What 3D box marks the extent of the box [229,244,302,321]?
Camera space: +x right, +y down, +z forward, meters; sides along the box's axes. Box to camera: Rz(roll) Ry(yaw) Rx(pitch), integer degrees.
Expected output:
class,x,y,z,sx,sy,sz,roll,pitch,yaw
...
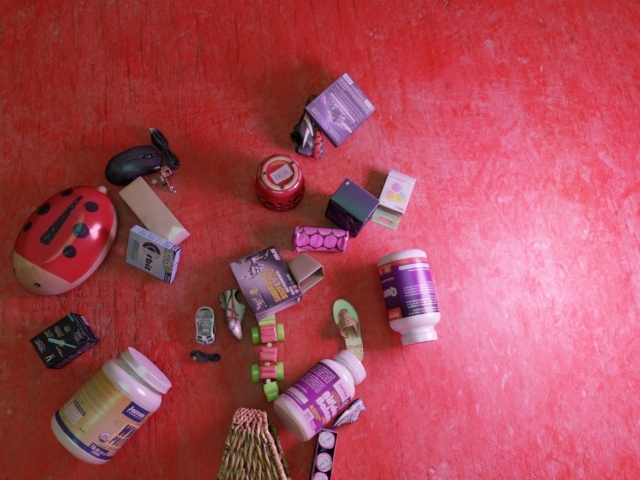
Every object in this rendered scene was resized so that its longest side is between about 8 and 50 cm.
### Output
class,x,y,z,sx,sy,sz,roll,pitch,yaw
box,-0.196,0.149,1.847,0.183,0.056,0.231,-22,62,-18

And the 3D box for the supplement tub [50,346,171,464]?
class,x,y,z,sx,sy,sz,roll,pitch,yaw
supplement tub,-0.663,0.524,1.662,0.228,0.228,0.316,41,76,8

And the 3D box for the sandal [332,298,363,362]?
class,x,y,z,sx,sy,sz,roll,pitch,yaw
sandal,0.108,0.318,1.847,0.088,0.079,0.239,-13,76,-7

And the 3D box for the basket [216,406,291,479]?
class,x,y,z,sx,sy,sz,roll,pitch,yaw
basket,-0.177,0.648,1.624,0.223,0.299,0.213,11,73,2

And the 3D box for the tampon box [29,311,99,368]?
class,x,y,z,sx,sy,sz,roll,pitch,yaw
tampon box,-0.868,0.342,1.764,0.161,0.101,0.120,-35,79,-11

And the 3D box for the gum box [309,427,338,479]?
class,x,y,z,sx,sy,sz,roll,pitch,yaw
gum box,0.008,0.724,1.713,0.062,0.107,0.188,11,74,-1

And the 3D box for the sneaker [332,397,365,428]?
class,x,y,z,sx,sy,sz,roll,pitch,yaw
sneaker,0.101,0.608,1.782,0.135,0.052,0.058,-38,84,-12

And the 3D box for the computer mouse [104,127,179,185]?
class,x,y,z,sx,sy,sz,roll,pitch,yaw
computer mouse,-0.698,-0.309,1.972,0.272,0.072,0.188,-29,79,-11

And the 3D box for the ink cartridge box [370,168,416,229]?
class,x,y,z,sx,sy,sz,roll,pitch,yaw
ink cartridge box,0.281,-0.158,1.999,0.109,0.062,0.209,22,75,2

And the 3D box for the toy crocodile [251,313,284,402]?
class,x,y,z,sx,sy,sz,roll,pitch,yaw
toy crocodile,-0.181,0.385,1.796,0.115,0.105,0.340,-1,74,-4

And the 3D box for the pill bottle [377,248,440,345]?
class,x,y,z,sx,sy,sz,roll,pitch,yaw
pill bottle,0.317,0.203,1.840,0.182,0.181,0.322,-9,75,-6

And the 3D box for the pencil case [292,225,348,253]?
class,x,y,z,sx,sy,sz,roll,pitch,yaw
pencil case,0.000,0.000,1.923,0.210,0.095,0.098,3,81,-5

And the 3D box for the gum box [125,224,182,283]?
class,x,y,z,sx,sy,sz,roll,pitch,yaw
gum box,-0.595,0.051,1.840,0.184,0.157,0.041,26,36,3

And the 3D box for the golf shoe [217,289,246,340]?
class,x,y,z,sx,sy,sz,roll,pitch,yaw
golf shoe,-0.302,0.262,1.842,0.086,0.067,0.186,-18,76,-10

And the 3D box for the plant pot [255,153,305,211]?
class,x,y,z,sx,sy,sz,roll,pitch,yaw
plant pot,-0.152,-0.223,1.934,0.191,0.174,0.191,1,72,-2

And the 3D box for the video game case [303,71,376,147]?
class,x,y,z,sx,sy,sz,roll,pitch,yaw
video game case,0.081,-0.518,2.041,0.196,0.026,0.274,48,63,-12

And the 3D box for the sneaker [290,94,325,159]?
class,x,y,z,sx,sy,sz,roll,pitch,yaw
sneaker,-0.053,-0.452,2.040,0.135,0.097,0.275,1,76,-6

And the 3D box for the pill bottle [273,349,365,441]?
class,x,y,z,sx,sy,sz,roll,pitch,yaw
pill bottle,0.006,0.507,1.728,0.302,0.169,0.169,-37,80,-27

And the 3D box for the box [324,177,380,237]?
class,x,y,z,sx,sy,sz,roll,pitch,yaw
box,0.112,-0.116,1.901,0.153,0.207,0.108,37,75,6

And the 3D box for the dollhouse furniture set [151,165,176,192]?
class,x,y,z,sx,sy,sz,roll,pitch,yaw
dollhouse furniture set,-0.583,-0.218,1.934,0.091,0.114,0.081,-23,82,-12

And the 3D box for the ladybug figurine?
class,x,y,z,sx,sy,sz,roll,pitch,yaw
ladybug figurine,-0.909,-0.018,1.830,0.305,0.162,0.449,27,74,4

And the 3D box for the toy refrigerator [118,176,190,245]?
class,x,y,z,sx,sy,sz,roll,pitch,yaw
toy refrigerator,-0.611,-0.096,1.910,0.102,0.094,0.269,-41,79,-9

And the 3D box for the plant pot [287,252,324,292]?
class,x,y,z,sx,sy,sz,roll,pitch,yaw
plant pot,-0.061,0.111,1.885,0.109,0.109,0.096,-37,66,-13

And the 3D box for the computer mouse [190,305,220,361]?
class,x,y,z,sx,sy,sz,roll,pitch,yaw
computer mouse,-0.404,0.330,1.832,0.106,0.042,0.192,0,80,1
